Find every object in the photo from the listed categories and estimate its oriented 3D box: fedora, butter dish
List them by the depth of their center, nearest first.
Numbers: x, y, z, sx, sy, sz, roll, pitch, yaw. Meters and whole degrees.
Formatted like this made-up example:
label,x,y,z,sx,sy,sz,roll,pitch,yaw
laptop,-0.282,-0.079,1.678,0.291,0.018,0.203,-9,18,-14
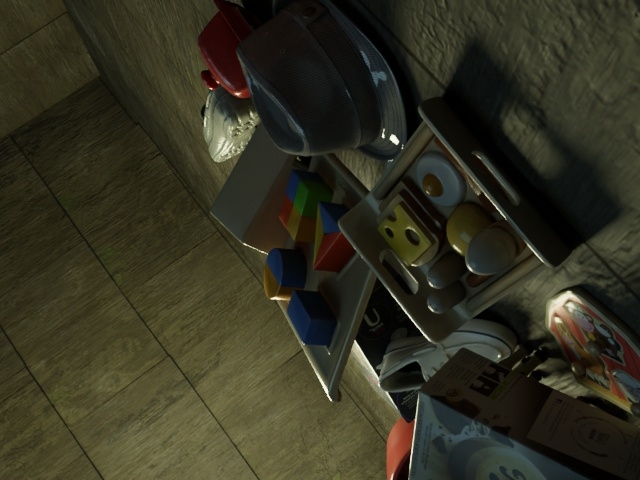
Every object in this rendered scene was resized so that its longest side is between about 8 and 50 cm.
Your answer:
label,x,y,z,sx,sy,sz,roll,pitch,yaw
fedora,-0.019,-0.193,0.982,0.275,0.124,0.243,51,165,29
butter dish,-0.131,-0.274,1.164,0.160,0.118,0.160,55,-166,-5

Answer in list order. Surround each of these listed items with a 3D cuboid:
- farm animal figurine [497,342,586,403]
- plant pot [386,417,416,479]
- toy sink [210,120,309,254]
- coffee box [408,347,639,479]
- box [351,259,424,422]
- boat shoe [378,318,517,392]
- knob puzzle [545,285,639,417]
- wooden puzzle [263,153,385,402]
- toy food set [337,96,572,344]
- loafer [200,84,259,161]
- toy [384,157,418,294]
label,x,y,z,sx,sy,sz,roll,pitch,yaw
farm animal figurine,0.302,0.324,1.158,0.330,0.172,0.327,54,169,-3
plant pot,0.263,0.496,1.668,0.275,0.275,0.243,55,180,-9
toy sink,-0.077,-0.103,1.441,0.131,0.234,0.153,25,-172,-38
coffee box,0.270,0.282,0.948,0.297,0.119,0.168,22,126,31
box,0.132,0.163,1.374,0.270,0.165,0.143,59,169,-26
boat shoe,0.193,0.193,1.186,0.095,0.084,0.258,40,143,-17
knob puzzle,0.321,0.134,0.881,0.213,0.030,0.213,51,168,14
wooden puzzle,-0.012,0.036,1.248,0.322,0.080,0.348,-126,44,-56
toy food set,0.136,-0.005,0.911,0.219,0.092,0.306,51,152,8
loafer,-0.199,-0.255,1.625,0.111,0.112,0.319,58,161,4
toy,0.144,-0.010,1.095,0.137,0.056,0.237,52,164,27
